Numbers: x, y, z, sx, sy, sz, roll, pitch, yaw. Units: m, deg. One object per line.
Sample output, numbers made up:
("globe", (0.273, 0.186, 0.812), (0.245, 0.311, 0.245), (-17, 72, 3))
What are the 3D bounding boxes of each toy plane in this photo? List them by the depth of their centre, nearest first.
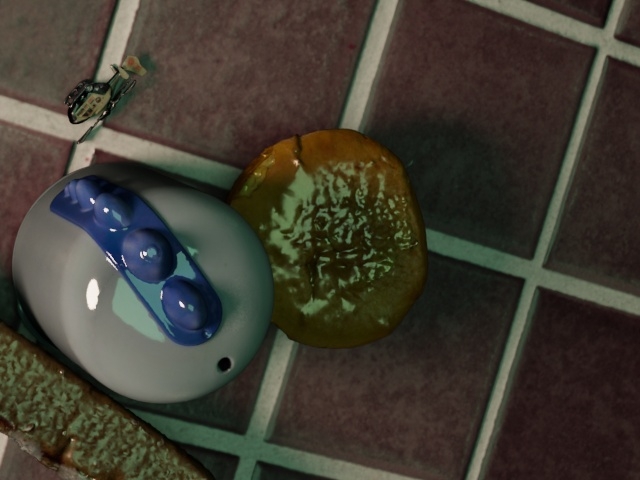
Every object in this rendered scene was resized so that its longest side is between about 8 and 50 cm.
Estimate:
("toy plane", (-0.252, -0.167, 1.954), (0.049, 0.031, 0.121), (43, 84, -26))

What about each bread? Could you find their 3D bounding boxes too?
("bread", (-0.312, 0.188, 1.911), (0.416, 0.165, 0.113), (39, 78, -20))
("bread", (0.000, 0.000, 2.014), (0.268, 0.146, 0.268), (-2, 97, -16))

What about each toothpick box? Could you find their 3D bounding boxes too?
("toothpick box", (-0.194, 0.036, 1.829), (0.263, 0.354, 0.263), (-3, 99, -20))
